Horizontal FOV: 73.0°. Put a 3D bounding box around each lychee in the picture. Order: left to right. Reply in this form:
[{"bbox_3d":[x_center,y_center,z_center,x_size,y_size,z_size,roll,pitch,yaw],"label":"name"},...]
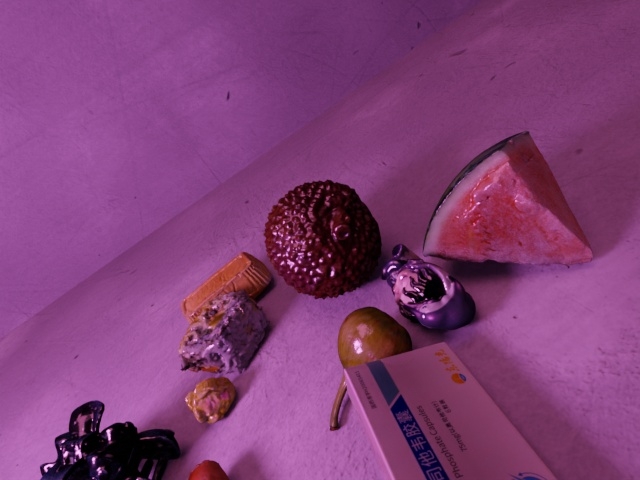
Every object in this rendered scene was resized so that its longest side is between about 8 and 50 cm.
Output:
[{"bbox_3d":[0.000,0.000,1.089,0.306,0.306,0.330,-51,7,-27],"label":"lychee"}]

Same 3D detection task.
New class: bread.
[{"bbox_3d":[-0.288,0.158,1.322,0.288,0.119,0.152,-40,33,-8],"label":"bread"}]

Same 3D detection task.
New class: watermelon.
[{"bbox_3d":[0.394,-0.081,0.892,0.293,0.283,0.250,21,49,3],"label":"watermelon"}]

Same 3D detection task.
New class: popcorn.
[{"bbox_3d":[-0.253,0.365,1.013,0.109,0.096,0.089,-33,29,-27],"label":"popcorn"}]

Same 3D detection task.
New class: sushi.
[{"bbox_3d":[-0.257,0.250,1.137,0.184,0.139,0.274,-8,42,43],"label":"sushi"}]

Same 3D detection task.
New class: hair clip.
[{"bbox_3d":[-0.477,0.487,0.943,0.310,0.206,0.194,-21,33,23],"label":"hair clip"}]

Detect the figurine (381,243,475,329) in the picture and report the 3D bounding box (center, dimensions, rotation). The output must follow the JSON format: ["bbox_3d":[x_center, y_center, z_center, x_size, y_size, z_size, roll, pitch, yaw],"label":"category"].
[{"bbox_3d":[0.219,0.110,0.892,0.145,0.145,0.222,-33,28,2],"label":"figurine"}]

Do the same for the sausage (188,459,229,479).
[{"bbox_3d":[-0.141,0.520,0.681,0.094,0.094,0.419,-12,22,-22],"label":"sausage"}]

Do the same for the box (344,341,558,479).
[{"bbox_3d":[0.180,0.297,0.628,0.200,0.065,0.343,-11,28,-11],"label":"box"}]

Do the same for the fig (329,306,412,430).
[{"bbox_3d":[0.076,0.254,0.853,0.245,0.149,0.149,-59,33,-4],"label":"fig"}]
